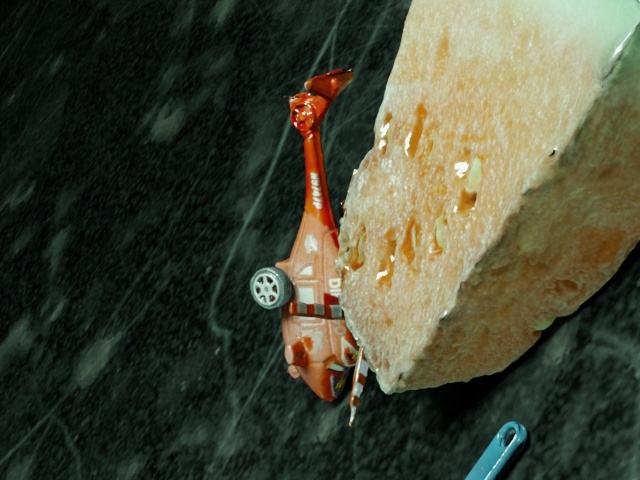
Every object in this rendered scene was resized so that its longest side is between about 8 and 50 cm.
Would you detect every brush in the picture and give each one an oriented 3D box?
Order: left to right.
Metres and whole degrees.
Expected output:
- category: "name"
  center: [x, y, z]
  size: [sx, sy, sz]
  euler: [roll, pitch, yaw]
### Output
- category: "brush"
  center: [0.056, 0.162, 0.903]
  size: [0.164, 0.014, 0.051]
  euler: [-54, 27, 1]

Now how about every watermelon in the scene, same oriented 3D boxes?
- category: "watermelon"
  center: [0.103, -0.034, 0.952]
  size: [0.257, 0.139, 0.193]
  euler: [-60, 29, 12]

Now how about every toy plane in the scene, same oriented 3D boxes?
- category: "toy plane"
  center: [-0.005, 0.003, 1.039]
  size: [0.077, 0.194, 0.126]
  euler: [1, 33, 36]
